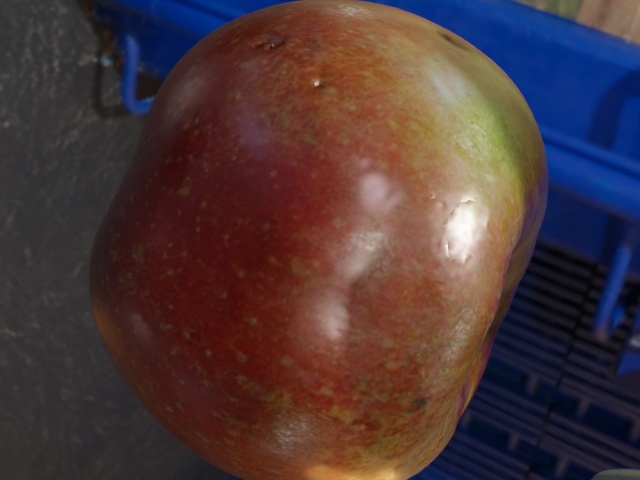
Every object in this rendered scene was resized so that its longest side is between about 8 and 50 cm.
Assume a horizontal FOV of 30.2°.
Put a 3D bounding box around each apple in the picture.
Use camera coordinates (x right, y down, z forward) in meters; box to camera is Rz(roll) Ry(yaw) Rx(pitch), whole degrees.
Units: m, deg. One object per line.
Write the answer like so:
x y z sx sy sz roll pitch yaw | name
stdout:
0.000 0.000 0.833 0.348 0.277 0.348 -60 166 -26 | apple

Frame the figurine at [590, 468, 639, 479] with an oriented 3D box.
0.262 0.171 0.502 0.205 0.382 0.224 54 41 -29 | figurine
